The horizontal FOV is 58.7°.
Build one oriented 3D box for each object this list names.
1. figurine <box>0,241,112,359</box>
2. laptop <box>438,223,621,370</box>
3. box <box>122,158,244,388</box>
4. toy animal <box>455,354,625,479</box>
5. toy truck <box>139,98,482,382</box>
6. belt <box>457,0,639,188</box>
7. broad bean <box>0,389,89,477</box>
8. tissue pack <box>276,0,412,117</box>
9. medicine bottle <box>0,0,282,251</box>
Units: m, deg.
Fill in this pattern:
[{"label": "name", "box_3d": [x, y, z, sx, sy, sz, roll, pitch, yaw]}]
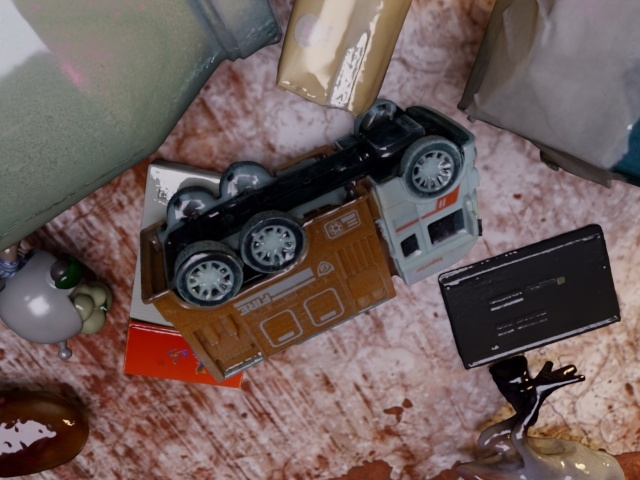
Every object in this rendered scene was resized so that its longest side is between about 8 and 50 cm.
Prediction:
[{"label": "figurine", "box_3d": [-0.290, 0.029, 0.560, 0.147, 0.093, 0.197, -4, 127, 37]}, {"label": "laptop", "box_3d": [0.246, 0.069, 0.667, 0.197, 0.016, 0.135, -20, 110, 3]}, {"label": "box", "box_3d": [-0.131, 0.044, 0.618, 0.139, 0.035, 0.245, 11, 108, -10]}, {"label": "toy animal", "box_3d": [0.307, 0.288, 0.713, 0.195, 0.090, 0.324, -43, 106, 12]}, {"label": "toy truck", "box_3d": [0.000, 0.000, 0.536, 0.305, 0.136, 0.162, -26, 124, -3]}, {"label": "belt", "box_3d": [0.335, -0.107, 0.453, 0.437, 0.300, 0.173, 11, 109, -8]}, {"label": "broad bean", "box_3d": [-0.351, 0.223, 0.648, 0.165, 0.084, 0.114, 6, 131, -14]}, {"label": "tissue pack", "box_3d": [0.033, -0.220, 0.453, 0.090, 0.186, 0.222, 16, 110, -4]}, {"label": "medicine bottle", "box_3d": [-0.198, -0.161, 0.426, 0.290, 0.245, 0.245, -32, 110, -2]}]
